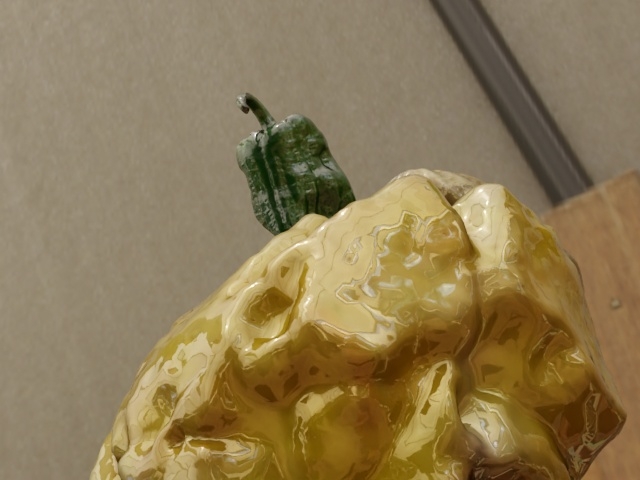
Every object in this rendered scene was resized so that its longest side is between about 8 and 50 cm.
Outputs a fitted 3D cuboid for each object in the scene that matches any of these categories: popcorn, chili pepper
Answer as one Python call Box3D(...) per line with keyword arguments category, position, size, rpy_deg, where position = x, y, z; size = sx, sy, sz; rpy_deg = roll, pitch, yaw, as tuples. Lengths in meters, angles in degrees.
Box3D(category="popcorn", position=(0.014, 0.059, 0.390), size=(0.167, 0.152, 0.148), rpy_deg=(-38, -41, -21))
Box3D(category="chili pepper", position=(-0.005, 0.002, 1.043), size=(0.100, 0.257, 0.074), rpy_deg=(-9, -19, -42))

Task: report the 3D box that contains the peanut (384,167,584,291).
Box3D(category="peanut", position=(0.137, 0.005, 1.099), size=(0.193, 0.089, 0.089), rpy_deg=(38, -57, 0))
